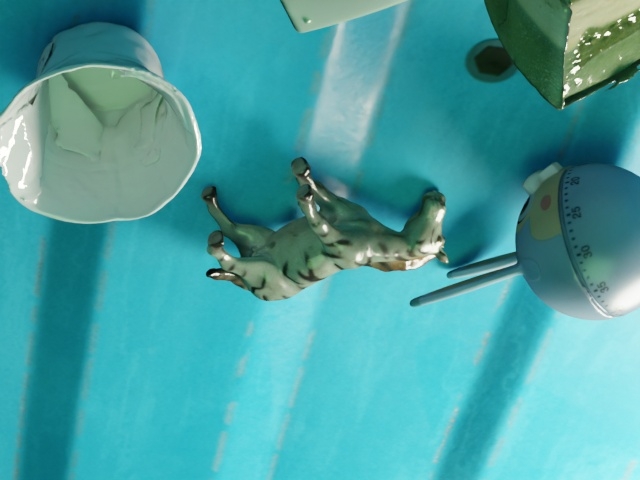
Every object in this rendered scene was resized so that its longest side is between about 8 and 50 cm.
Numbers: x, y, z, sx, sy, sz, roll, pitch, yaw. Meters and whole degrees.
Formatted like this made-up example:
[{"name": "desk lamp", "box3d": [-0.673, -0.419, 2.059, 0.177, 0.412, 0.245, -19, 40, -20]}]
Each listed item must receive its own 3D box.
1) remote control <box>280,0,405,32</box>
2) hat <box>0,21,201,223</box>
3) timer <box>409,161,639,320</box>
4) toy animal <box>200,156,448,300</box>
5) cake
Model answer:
[{"name": "remote control", "box3d": [-0.020, -0.328, 1.452, 0.145, 0.050, 0.344, -16, 133, 14]}, {"name": "hat", "box3d": [-0.206, -0.124, 1.599, 0.203, 0.126, 0.203, 0, 135, 0]}, {"name": "timer", "box3d": [0.229, -0.005, 1.734, 0.255, 0.175, 0.175, 8, 140, 25]}, {"name": "toy animal", "box3d": [-0.001, -0.012, 1.749, 0.255, 0.090, 0.170, -7, 138, 10]}, {"name": "cake", "box3d": [0.270, -0.271, 1.518, 0.283, 0.172, 0.158, -29, 145, -20]}]
